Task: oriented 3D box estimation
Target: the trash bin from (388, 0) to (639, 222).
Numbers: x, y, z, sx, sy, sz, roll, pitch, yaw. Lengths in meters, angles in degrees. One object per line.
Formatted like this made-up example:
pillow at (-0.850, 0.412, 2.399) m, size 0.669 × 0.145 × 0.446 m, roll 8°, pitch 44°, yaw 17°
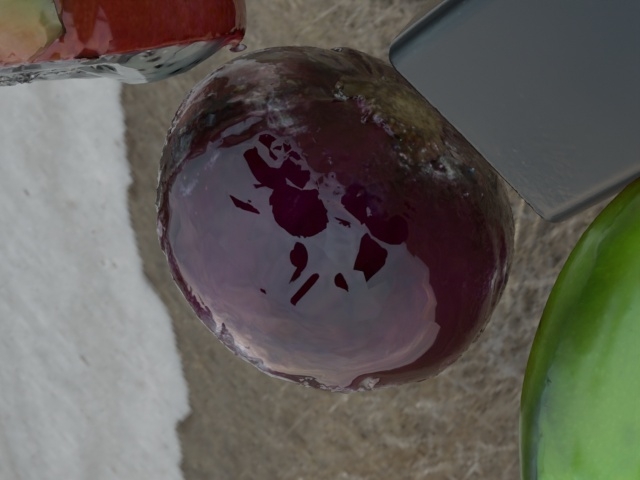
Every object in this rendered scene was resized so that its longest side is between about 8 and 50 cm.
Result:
trash bin at (0.167, -0.122, 0.687) m, size 0.165 × 0.115 × 0.225 m, roll 45°, pitch 158°, yaw -6°

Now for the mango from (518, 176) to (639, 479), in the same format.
mango at (0.161, 0.074, 0.613) m, size 0.111 × 0.125 × 0.232 m, roll 13°, pitch 91°, yaw 30°

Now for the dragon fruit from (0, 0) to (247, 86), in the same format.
dragon fruit at (-0.170, -0.163, 0.566) m, size 0.291 × 0.291 × 0.189 m, roll 1°, pitch 98°, yaw 42°

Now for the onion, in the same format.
onion at (0.000, 0.000, 1.055) m, size 0.337 × 0.260 × 0.282 m, roll 35°, pitch 125°, yaw -10°
